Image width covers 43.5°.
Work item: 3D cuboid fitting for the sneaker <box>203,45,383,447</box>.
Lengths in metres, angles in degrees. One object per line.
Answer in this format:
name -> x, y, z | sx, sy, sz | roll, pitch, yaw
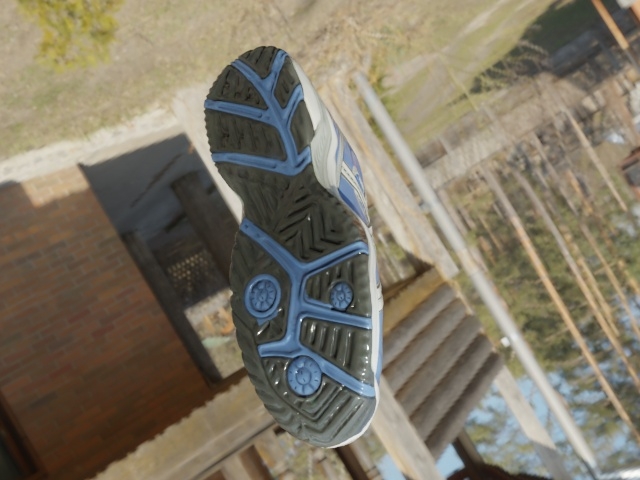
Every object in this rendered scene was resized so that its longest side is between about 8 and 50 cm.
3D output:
sneaker -> 0.000, 0.000, 0.414 | 0.080, 0.211, 0.081 | -20, 155, 25
